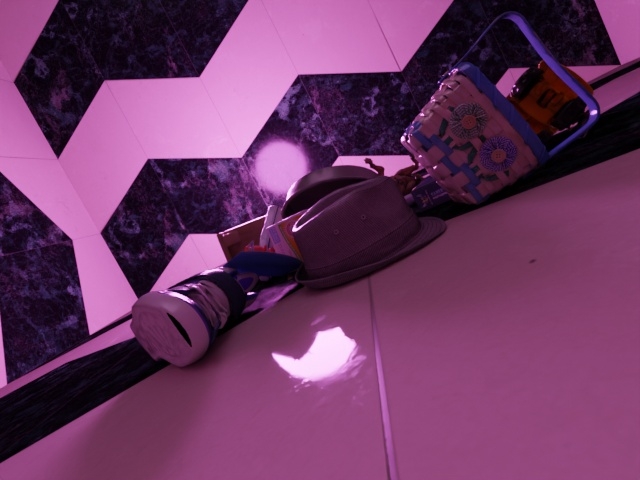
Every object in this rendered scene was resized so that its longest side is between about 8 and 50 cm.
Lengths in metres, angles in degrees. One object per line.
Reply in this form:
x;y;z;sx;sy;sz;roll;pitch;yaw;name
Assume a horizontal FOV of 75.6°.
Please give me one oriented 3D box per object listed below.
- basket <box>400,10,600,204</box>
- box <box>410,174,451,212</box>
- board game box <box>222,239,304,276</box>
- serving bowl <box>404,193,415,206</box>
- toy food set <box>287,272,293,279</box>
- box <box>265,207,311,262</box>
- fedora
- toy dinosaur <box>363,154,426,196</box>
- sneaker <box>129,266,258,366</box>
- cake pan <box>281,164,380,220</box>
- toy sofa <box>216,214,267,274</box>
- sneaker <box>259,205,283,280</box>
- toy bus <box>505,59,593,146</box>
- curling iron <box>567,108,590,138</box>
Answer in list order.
0.315;-0.215;0.741;0.289;0.255;0.201;-46;3;4;basket
0.330;-0.152;0.991;0.184;0.059;0.233;-25;5;29;box
-0.113;0.035;0.822;0.133;0.033;0.169;12;-23;-28;board game box
0.246;-0.110;1.160;0.084;0.027;0.083;-27;6;3;serving bowl
-0.005;0.061;0.832;0.122;0.019;0.078;-19;6;-1;toy food set
-0.014;-0.013;0.945;0.103;0.114;0.203;-23;1;28;box
0.062;-0.030;0.722;0.276;0.124;0.243;-25;12;7;fedora
0.219;-0.152;1.282;0.296;0.127;0.200;-12;-36;-19;toy dinosaur
-0.197;0.104;0.737;0.236;0.130;0.323;-36;4;-35;sneaker
0.043;-0.100;1.068;0.294;0.054;0.293;-7;-25;-3;cake pan
-0.139;-0.019;1.346;0.363;0.150;0.177;-22;5;-4;toy sofa
-0.117;0.001;1.155;0.092;0.257;0.094;6;-37;0;sneaker
0.495;-0.279;0.992;0.220;0.149;0.211;-45;-16;6;toy bus
0.588;-0.259;0.930;0.068;0.035;0.274;-45;-2;36;curling iron
